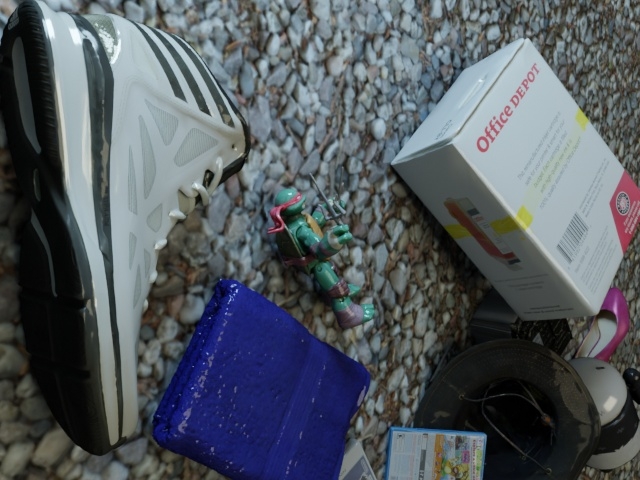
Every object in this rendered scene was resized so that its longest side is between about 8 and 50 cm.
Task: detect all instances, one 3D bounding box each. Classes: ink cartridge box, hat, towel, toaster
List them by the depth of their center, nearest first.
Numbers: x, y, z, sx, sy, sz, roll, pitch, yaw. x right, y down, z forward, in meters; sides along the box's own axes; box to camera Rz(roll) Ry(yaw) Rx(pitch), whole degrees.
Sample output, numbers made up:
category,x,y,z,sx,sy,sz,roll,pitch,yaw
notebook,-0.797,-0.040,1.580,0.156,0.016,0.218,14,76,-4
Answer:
category,x,y,z,sx,sy,sz,roll,pitch,yaw
towel,-0.070,0.216,0.934,0.308,0.076,0.227,41,59,-37
ink cartridge box,0.343,-0.096,1.172,0.384,0.160,0.279,47,60,-17
hat,0.317,0.331,1.252,0.134,0.331,0.331,0,95,-88
toaster,0.385,0.166,1.332,0.168,0.110,0.185,-46,123,-32

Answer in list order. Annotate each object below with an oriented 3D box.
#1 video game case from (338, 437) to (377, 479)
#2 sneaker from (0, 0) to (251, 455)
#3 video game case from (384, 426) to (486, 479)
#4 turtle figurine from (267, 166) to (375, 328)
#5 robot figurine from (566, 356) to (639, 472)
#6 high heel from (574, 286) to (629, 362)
category,x,y,z,sx,sy,sz,roll,pitch,yaw
video game case,0.032,0.441,1.078,0.183,0.023,0.201,-40,120,-34
sneaker,-0.172,-0.015,0.742,0.258,0.169,0.447,-8,97,-41
video game case,0.192,0.377,1.168,0.166,0.015,0.119,6,89,-9
turtle figurine,0.000,0.000,0.952,0.175,0.118,0.234,-88,158,-62
robot figurine,0.591,0.376,1.509,0.209,0.174,0.278,-53,127,-31
high heel,0.640,0.215,1.615,0.117,0.082,0.244,23,82,-33
